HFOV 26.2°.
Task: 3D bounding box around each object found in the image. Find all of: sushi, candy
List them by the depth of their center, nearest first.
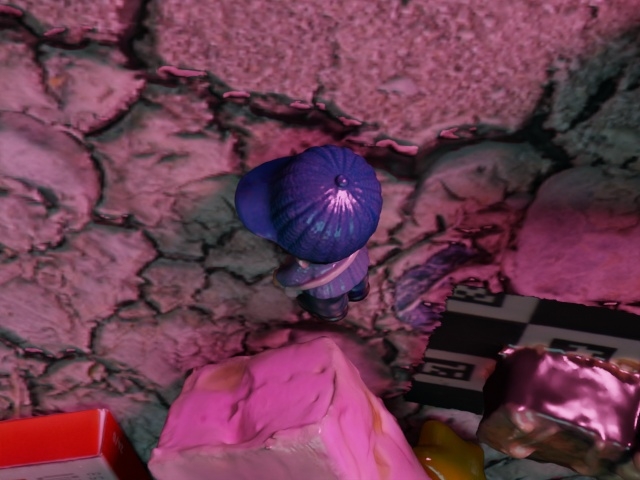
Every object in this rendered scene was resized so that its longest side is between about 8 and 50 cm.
[{"bbox_3d":[0.248,0.154,0.968,0.373,0.100,0.296,10,158,0],"label":"sushi"},{"bbox_3d":[-0.001,0.206,1.068,0.155,0.116,0.265,-12,125,27],"label":"candy"}]

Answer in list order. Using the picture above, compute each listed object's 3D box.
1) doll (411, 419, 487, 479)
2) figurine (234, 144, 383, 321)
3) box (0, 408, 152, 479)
[{"bbox_3d":[0.086,0.209,1.173,0.113,0.071,0.135,-8,146,18],"label":"doll"},{"bbox_3d":[0.000,0.000,0.903,0.086,0.087,0.149,-37,145,-18],"label":"figurine"},{"bbox_3d":[-0.207,0.228,1.184,0.123,0.050,0.229,-8,141,9],"label":"box"}]
